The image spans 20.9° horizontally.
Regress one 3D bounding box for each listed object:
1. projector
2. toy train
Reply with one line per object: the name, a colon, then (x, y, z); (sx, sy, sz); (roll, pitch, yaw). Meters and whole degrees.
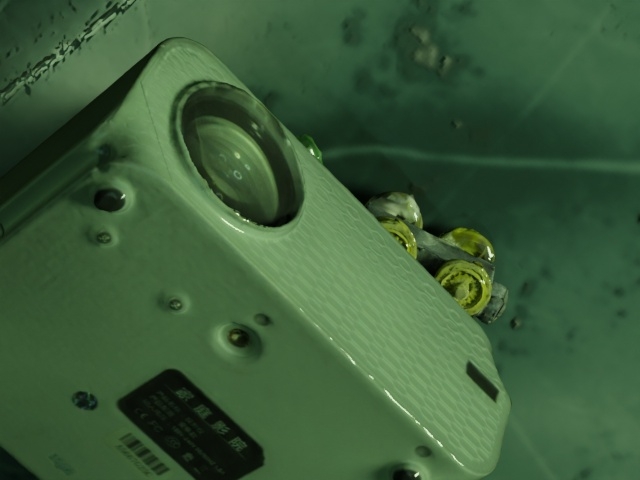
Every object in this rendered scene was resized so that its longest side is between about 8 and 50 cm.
projector: (-0.059, 0.053, 0.850); (0.198, 0.108, 0.250); (-34, 109, 33)
toy train: (0.000, 0.000, 0.907); (0.202, 0.060, 0.081); (28, 112, -2)
